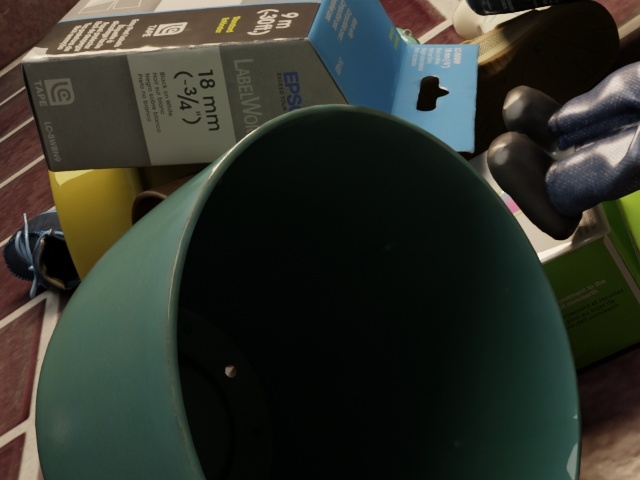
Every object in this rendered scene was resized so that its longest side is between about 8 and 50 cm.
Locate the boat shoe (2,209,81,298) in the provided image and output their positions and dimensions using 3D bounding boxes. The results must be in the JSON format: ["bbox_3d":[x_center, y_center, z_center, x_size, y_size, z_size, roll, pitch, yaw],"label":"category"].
[{"bbox_3d":[-0.320,0.011,1.452,0.258,0.109,0.089,-14,21,44],"label":"boat shoe"}]

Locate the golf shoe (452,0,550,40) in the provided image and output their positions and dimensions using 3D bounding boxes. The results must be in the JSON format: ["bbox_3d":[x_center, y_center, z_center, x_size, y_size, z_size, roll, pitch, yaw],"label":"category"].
[{"bbox_3d":[0.192,-0.228,1.266,0.086,0.069,0.176,-53,28,-20],"label":"golf shoe"}]

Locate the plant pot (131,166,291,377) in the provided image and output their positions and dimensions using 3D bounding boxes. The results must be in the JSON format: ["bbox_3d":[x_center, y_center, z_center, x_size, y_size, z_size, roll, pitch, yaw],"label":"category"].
[{"bbox_3d":[0.000,0.000,0.976,0.230,0.215,0.215,-33,22,-24],"label":"plant pot"}]

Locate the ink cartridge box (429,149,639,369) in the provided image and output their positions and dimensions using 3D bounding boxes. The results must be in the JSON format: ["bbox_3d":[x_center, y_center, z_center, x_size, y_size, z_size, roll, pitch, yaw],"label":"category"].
[{"bbox_3d":[0.207,-0.021,0.840,0.255,0.097,0.189,-29,26,18],"label":"ink cartridge box"}]

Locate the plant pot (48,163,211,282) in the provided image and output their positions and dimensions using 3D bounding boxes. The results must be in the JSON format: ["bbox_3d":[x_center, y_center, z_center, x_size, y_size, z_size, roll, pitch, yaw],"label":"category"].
[{"bbox_3d":[-0.104,-0.049,1.145,0.239,0.254,0.254,-18,27,7],"label":"plant pot"}]

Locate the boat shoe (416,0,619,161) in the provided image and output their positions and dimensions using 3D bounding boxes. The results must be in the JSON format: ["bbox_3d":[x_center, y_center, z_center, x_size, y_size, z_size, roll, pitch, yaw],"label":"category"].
[{"bbox_3d":[0.137,-0.132,1.122,0.302,0.109,0.098,-34,20,-8],"label":"boat shoe"}]

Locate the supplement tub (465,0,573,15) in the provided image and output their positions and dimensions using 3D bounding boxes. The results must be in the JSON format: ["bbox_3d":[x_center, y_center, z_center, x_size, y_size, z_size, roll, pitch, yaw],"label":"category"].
[{"bbox_3d":[0.279,-0.324,1.033,0.338,0.207,0.207,-9,32,15],"label":"supplement tub"}]

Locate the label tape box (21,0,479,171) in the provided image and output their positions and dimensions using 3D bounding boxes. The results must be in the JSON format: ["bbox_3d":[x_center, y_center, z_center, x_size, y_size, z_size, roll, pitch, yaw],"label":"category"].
[{"bbox_3d":[-0.041,-0.158,0.979,0.334,0.106,0.240,-3,29,10],"label":"label tape box"}]

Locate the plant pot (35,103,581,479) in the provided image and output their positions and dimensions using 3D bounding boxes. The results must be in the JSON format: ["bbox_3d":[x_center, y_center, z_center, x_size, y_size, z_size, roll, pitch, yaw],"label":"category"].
[{"bbox_3d":[-0.031,0.098,0.701,0.235,0.293,0.293,-23,26,46],"label":"plant pot"}]

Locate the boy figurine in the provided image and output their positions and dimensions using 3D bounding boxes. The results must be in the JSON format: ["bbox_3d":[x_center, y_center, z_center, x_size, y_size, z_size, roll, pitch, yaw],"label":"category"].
[{"bbox_3d":[0.226,-0.090,0.664,0.285,0.092,0.177,-29,27,47],"label":"boy figurine"}]

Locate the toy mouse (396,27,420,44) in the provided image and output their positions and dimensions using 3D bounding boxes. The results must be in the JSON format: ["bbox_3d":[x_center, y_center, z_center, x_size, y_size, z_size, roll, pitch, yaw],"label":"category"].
[{"bbox_3d":[0.066,-0.225,1.460,0.161,0.031,0.143,-24,27,25],"label":"toy mouse"}]
